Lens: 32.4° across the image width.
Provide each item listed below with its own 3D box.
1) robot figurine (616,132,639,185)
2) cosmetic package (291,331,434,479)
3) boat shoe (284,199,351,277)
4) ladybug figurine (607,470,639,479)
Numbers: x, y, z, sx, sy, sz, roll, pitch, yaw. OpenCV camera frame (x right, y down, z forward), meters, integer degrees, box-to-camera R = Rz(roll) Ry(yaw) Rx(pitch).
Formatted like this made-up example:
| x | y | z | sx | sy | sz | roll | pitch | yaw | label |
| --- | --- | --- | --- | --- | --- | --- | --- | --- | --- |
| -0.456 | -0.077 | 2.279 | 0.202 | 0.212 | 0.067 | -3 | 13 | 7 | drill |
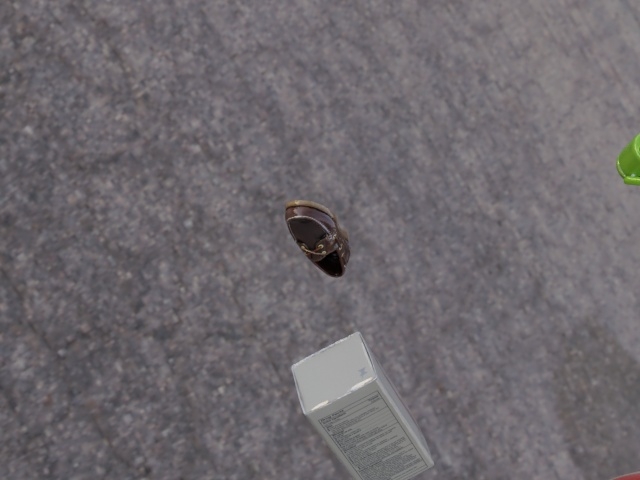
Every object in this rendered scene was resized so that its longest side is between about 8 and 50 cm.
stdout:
| x | y | z | sx | sy | sz | roll | pitch | yaw | label |
| --- | --- | --- | --- | --- | --- | --- | --- | --- | --- |
| 0.531 | -0.136 | 1.815 | 0.067 | 0.115 | 0.101 | 26 | 65 | 0 | robot figurine |
| 0.081 | 0.327 | 2.042 | 0.296 | 0.153 | 0.129 | 60 | 6 | -40 | cosmetic package |
| 0.000 | 0.000 | 1.770 | 0.207 | 0.073 | 0.073 | 41 | 50 | -58 | boat shoe |
| 0.548 | 0.501 | 1.706 | 0.162 | 0.449 | 0.305 | 38 | 43 | -60 | ladybug figurine |
